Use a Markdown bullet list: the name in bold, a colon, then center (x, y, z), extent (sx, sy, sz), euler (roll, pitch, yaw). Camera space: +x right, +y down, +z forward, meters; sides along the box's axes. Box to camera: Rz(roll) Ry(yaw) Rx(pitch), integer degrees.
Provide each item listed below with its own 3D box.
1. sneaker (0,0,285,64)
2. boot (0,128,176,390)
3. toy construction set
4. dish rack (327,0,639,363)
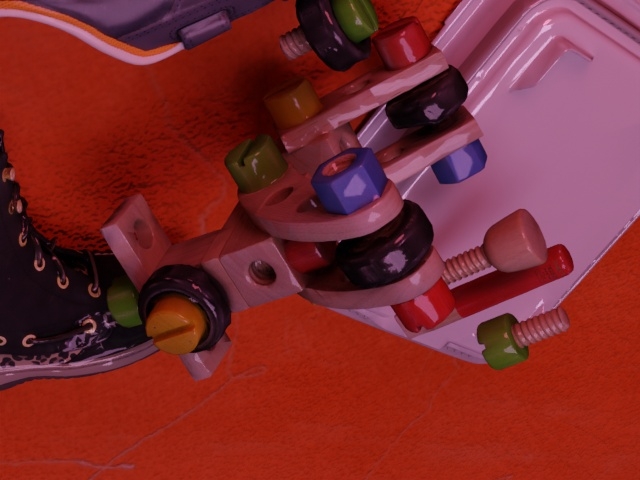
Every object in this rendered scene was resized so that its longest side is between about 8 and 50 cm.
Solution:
- **sneaker**: center (-0.071, -0.181, 0.871), extent (0.321, 0.126, 0.127), euler (-4, 126, -14)
- **boot**: center (-0.185, 0.005, 0.994), extent (0.236, 0.085, 0.179), euler (-15, 132, -17)
- **toy construction set**: center (0.000, 0.000, 1.007), extent (0.237, 0.257, 0.309), euler (-25, 137, 25)
- **dish rack**: center (0.152, -0.040, 1.168), extent (0.285, 0.072, 0.333), euler (22, 115, -42)
